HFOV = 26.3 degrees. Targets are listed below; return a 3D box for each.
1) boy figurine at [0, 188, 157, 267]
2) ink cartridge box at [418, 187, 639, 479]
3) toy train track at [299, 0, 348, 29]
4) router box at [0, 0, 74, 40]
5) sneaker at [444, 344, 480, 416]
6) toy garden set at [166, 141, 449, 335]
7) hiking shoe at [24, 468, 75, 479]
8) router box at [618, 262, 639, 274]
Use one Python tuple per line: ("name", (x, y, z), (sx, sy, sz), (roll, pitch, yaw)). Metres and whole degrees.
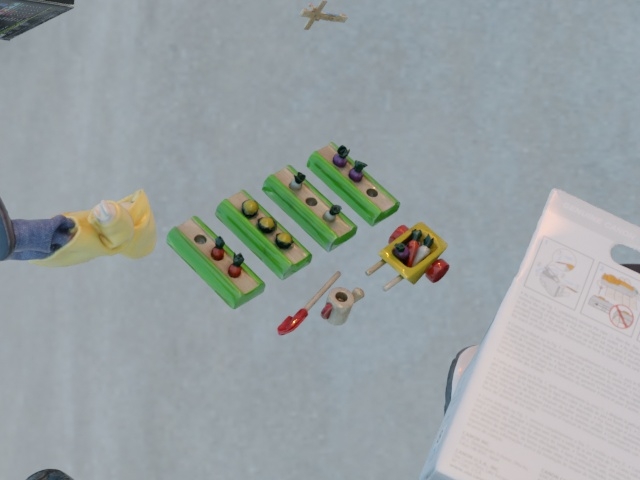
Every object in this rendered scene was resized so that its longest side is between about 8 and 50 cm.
("boy figurine", (-0.299, -0.016, 1.673), (0.177, 0.285, 0.092), (-23, 81, 40))
("ink cartridge box", (0.323, 0.171, 1.555), (0.091, 0.308, 0.385), (113, -177, -64))
("toy train track", (0.002, -0.293, 1.771), (0.048, 0.083, 0.014), (-53, 57, 30))
("router box", (-0.267, -0.197, 1.103), (0.122, 0.092, 0.038), (-10, 81, 51))
("sneaker", (0.372, 0.209, 1.917), (0.257, 0.447, 0.169), (6, 100, 28))
("toy garden set", (0.000, 0.000, 1.422), (0.204, 0.244, 0.049), (43, 142, 21))
("hiking shoe", (-0.257, 0.385, 1.392), (0.132, 0.113, 0.304), (104, 154, -80))
("router box", (0.437, 0.054, 1.766), (0.133, 0.178, 0.046), (171, 101, -76))
